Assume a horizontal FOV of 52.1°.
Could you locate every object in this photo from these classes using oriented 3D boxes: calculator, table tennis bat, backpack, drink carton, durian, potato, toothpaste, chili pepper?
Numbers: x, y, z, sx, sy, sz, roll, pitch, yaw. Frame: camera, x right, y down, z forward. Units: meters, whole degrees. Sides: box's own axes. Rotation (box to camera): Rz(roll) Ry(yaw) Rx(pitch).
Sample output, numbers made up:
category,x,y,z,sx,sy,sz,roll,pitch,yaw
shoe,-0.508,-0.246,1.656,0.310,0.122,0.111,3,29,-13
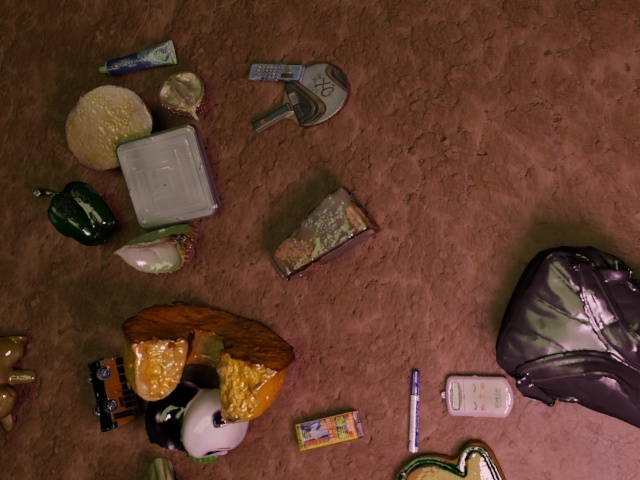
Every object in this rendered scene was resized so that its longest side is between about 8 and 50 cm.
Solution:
category,x,y,z,sx,sy,sz,roll,pitch,yaw
calculator,-0.128,-0.483,1.878,0.172,0.018,0.057,9,81,23
table tennis bat,-0.059,-0.388,1.851,0.301,0.022,0.173,-25,75,13
backpack,0.625,0.222,1.427,0.445,0.255,0.363,23,98,17
drink carton,0.023,0.494,1.703,0.165,0.056,0.071,-17,70,17
durian,-0.392,-0.412,1.929,0.148,0.091,0.188,-33,63,0
potato,-0.622,-0.345,1.977,0.299,0.116,0.239,-28,99,17
durian,-0.460,0.026,1.881,0.252,0.139,0.144,-4,87,18
calculator,0.383,0.380,1.602,0.175,0.032,0.100,-3,83,19
toothpaste,-0.570,-0.556,2.036,0.268,0.047,0.069,-10,68,14
chili pepper,-0.739,-0.098,1.971,0.261,0.174,0.165,42,94,13

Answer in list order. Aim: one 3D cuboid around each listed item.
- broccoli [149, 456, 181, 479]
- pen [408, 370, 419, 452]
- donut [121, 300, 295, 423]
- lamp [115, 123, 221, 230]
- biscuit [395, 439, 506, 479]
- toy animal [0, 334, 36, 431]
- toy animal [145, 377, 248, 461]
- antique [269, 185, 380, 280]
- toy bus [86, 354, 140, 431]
category,x,y,z,sx,sy,sz,roll,pitch,yaw
broccoli,-0.406,0.714,1.779,0.246,0.263,0.243,-12,50,-15
pen,0.238,0.430,1.651,0.025,0.025,0.204,1,84,19
donut,-0.285,0.303,1.681,0.435,0.377,0.164,13,102,3
lamp,-0.442,-0.179,1.901,0.266,0.047,0.269,-12,101,18
biscuit,0.348,0.625,1.573,0.343,0.057,0.287,23,92,20
toy animal,-0.984,0.453,1.998,0.180,0.181,0.363,-22,76,24
toy animal,-0.319,0.483,1.742,0.266,0.212,0.213,12,88,26
antique,0.000,0.000,1.730,0.284,0.125,0.150,-39,72,11
toy bus,-0.594,0.439,1.891,0.098,0.114,0.201,-28,74,45
